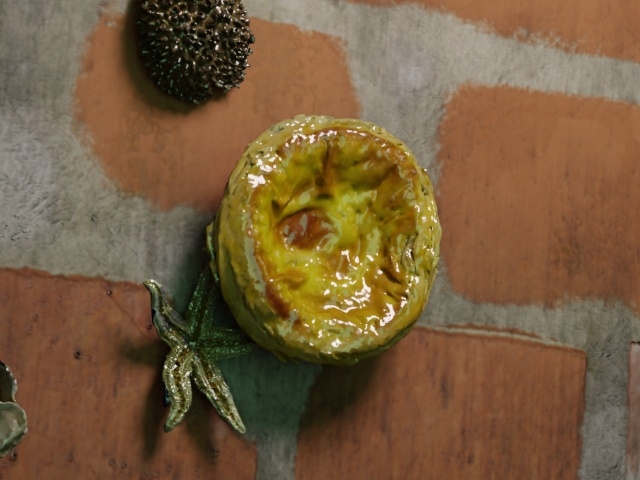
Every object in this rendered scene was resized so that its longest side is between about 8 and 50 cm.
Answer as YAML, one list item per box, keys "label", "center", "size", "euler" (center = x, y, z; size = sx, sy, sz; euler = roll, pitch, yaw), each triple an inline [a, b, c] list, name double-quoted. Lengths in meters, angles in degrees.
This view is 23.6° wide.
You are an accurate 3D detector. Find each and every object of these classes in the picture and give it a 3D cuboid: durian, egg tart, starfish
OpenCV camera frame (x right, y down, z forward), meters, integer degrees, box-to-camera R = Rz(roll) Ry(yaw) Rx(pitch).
- label: "durian"
  center: [-0.141, -0.248, 1.704]
  size: [0.148, 0.091, 0.188]
  euler: [-45, 101, -24]
- label: "egg tart"
  center: [0.000, 0.000, 1.726]
  size: [0.294, 0.116, 0.295]
  euler: [3, 84, -27]
- label: "starfish"
  center: [-0.118, 0.110, 1.686]
  size: [0.176, 0.053, 0.208]
  euler: [-6, 88, -36]

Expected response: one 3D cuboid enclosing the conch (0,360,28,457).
- label: "conch"
  center: [-0.377, 0.192, 1.482]
  size: [0.163, 0.245, 0.178]
  euler: [25, 47, -56]
